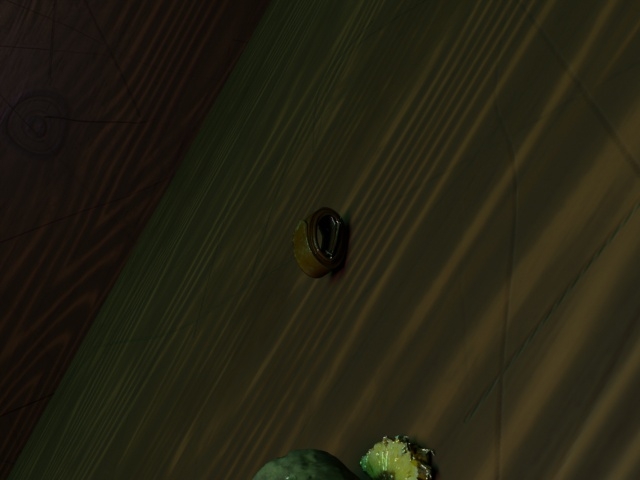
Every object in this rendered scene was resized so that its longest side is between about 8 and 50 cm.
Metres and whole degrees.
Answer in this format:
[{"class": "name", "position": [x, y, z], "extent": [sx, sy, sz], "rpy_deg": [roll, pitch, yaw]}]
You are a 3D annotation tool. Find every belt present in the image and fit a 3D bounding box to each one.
[{"class": "belt", "position": [0.000, 0.000, 0.663], "extent": [0.036, 0.059, 0.083], "rpy_deg": [-37, 33, 44]}]

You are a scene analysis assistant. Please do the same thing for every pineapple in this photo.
[{"class": "pineapple", "position": [0.060, 0.167, 0.423], "extent": [0.083, 0.019, 0.045], "rpy_deg": [16, 85, 65]}]

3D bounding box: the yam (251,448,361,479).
[{"class": "yam", "position": [0.017, 0.219, 0.350], "extent": [0.107, 0.107, 0.194], "rpy_deg": [-63, 25, -3]}]
